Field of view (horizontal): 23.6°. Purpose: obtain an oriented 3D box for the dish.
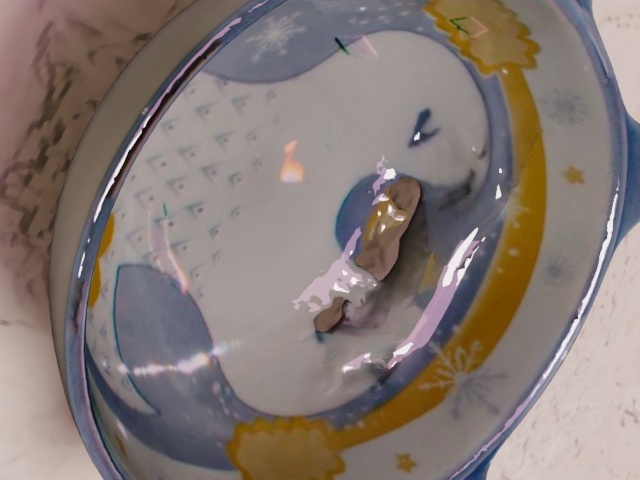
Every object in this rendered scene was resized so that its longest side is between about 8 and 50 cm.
[{"bbox_3d":[0.000,0.000,0.502,0.236,0.086,0.228,-43,131,-10],"label":"dish"}]
